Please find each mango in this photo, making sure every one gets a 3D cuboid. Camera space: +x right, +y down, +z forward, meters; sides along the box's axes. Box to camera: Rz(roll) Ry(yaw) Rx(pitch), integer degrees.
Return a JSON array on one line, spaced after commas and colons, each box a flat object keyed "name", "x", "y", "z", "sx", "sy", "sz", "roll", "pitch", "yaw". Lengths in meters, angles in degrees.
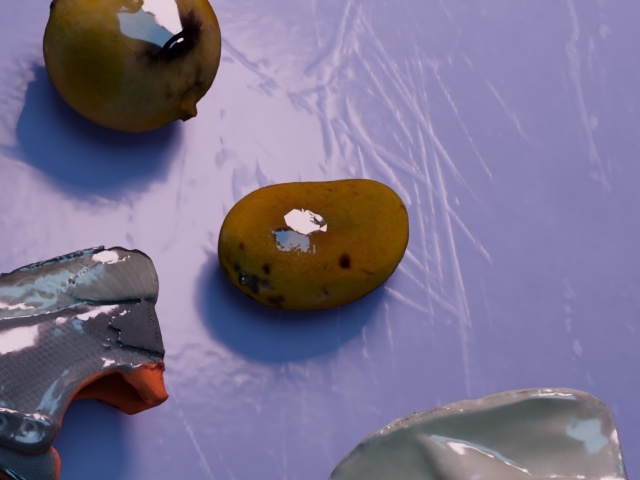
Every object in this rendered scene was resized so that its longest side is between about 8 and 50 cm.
[{"name": "mango", "x": 0.000, "y": 0.003, "z": 1.546, "sx": 0.178, "sy": 0.090, "sz": 0.115, "roll": -6, "pitch": 55, "yaw": -31}]

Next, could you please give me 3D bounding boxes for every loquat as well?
[{"name": "loquat", "x": -0.159, "y": -0.165, "z": 1.559, "sx": 0.163, "sy": 0.137, "sz": 0.163, "roll": 1, "pitch": 73, "yaw": -3}]

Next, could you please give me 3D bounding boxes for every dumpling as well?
[{"name": "dumpling", "x": 0.101, "y": 0.308, "z": 1.364, "sx": 0.316, "sy": 0.233, "sz": 0.395, "roll": -5, "pitch": 73, "yaw": 14}]

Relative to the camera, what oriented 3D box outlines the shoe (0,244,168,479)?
[{"name": "shoe", "x": -0.258, "y": 0.120, "z": 1.372, "sx": 0.336, "sy": 0.132, "sz": 0.171, "roll": -12, "pitch": 75, "yaw": -28}]
